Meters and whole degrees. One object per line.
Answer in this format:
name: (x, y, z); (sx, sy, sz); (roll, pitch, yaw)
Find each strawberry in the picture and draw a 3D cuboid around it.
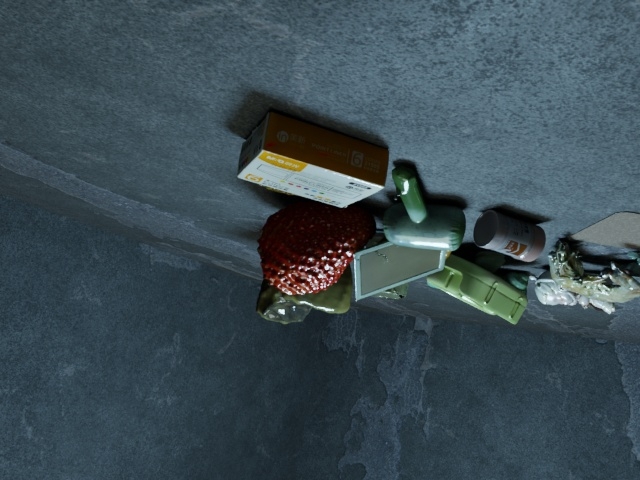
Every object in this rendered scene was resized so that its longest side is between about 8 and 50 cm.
strawberry: (0.000, 0.000, 1.586); (0.351, 0.267, 0.312); (-26, -178, 20)

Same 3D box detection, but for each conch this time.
conch: (0.665, 0.171, 1.973); (0.176, 0.121, 0.188); (-6, -176, -42)

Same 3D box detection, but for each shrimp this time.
shrimp: (0.749, 0.092, 1.510); (0.247, 0.085, 0.360); (9, 159, 49)

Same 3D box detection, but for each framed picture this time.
framed picture: (0.230, 0.058, 1.559); (0.293, 0.018, 0.231); (-18, 142, -10)

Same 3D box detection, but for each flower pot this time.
flower pot: (0.232, 0.085, 1.796); (0.212, 0.202, 0.212); (7, 168, 2)

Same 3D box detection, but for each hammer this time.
hammer: (0.229, -0.079, 1.300); (0.207, 0.118, 0.335); (4, 159, 23)

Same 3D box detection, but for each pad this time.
pad: (0.742, -0.020, 1.315); (0.176, 0.002, 0.266); (10, 167, 2)

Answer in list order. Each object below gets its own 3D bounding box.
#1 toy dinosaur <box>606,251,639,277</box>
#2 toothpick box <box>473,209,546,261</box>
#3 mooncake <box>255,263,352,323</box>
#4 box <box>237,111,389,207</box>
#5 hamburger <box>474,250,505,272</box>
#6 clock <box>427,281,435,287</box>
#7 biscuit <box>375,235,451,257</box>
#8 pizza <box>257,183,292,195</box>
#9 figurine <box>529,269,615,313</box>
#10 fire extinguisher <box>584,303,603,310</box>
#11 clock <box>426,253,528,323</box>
toy dinosaur: (0.890, 0.074, 1.491); (0.167, 0.053, 0.242); (13, 167, -13)
toothpick box: (0.475, -0.011, 1.370); (0.149, 0.098, 0.098); (16, 167, -18)
mooncake: (-0.075, 0.182, 2.030); (0.246, 0.394, 0.393); (19, -155, -22)
box: (-0.023, -0.162, 1.156); (0.274, 0.091, 0.221); (15, 166, -17)
hamburger: (0.540, 0.063, 1.757); (0.084, 0.054, 0.121); (16, 166, 2)
clock: (0.528, 0.158, 2.150); (0.211, 0.065, 0.159); (8, 167, 12)
biscuit: (0.272, 0.032, 1.619); (0.254, 0.035, 0.254); (-7, 139, -7)
pizza: (-0.108, -0.147, 1.449); (0.123, 0.026, 0.108); (13, 165, -7)
figurine: (0.806, 0.151, 1.753); (0.257, 0.144, 0.182); (2, -175, 27)
fire extinguisher: (0.951, 0.204, 1.906); (0.071, 0.099, 0.231); (-6, 161, 40)
clock: (0.490, 0.144, 1.824); (0.286, 0.117, 0.348); (28, 180, -30)
